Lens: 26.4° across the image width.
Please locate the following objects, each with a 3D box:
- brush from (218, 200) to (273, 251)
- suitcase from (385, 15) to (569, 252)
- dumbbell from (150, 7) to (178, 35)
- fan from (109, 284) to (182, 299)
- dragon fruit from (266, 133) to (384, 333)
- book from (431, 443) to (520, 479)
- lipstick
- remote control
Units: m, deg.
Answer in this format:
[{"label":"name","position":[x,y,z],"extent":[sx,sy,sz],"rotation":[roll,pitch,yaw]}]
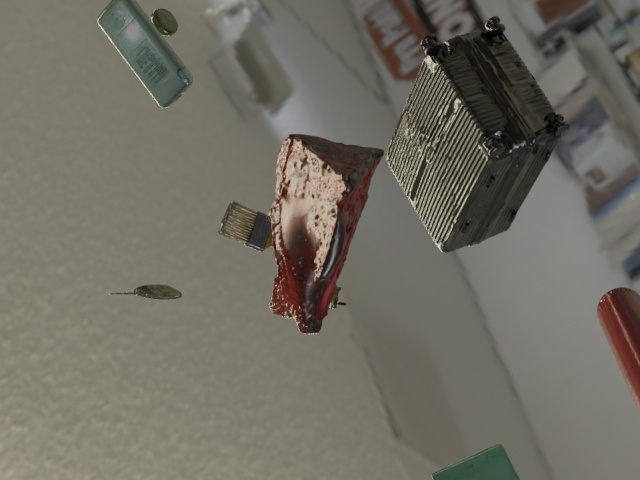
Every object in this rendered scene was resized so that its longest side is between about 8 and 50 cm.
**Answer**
[{"label":"brush","position":[-0.044,0.001,1.598],"extent":[0.170,0.043,0.014],"rotation":[23,176,-31]},{"label":"suitcase","position":[0.233,-0.158,2.170],"extent":[0.229,0.152,0.335],"rotation":[62,156,23]},{"label":"dumbbell","position":[-0.294,-0.348,2.335],"extent":[0.046,0.118,0.052],"rotation":[-24,-96,-51]},{"label":"fan","position":[-0.191,0.061,1.547],"extent":[0.080,0.060,0.003],"rotation":[-13,-69,-53]},{"label":"dragon fruit","position":[0.015,0.000,1.334],"extent":[0.092,0.192,0.122],"rotation":[3,-168,-36]},{"label":"book","position":[0.212,0.327,1.678],"extent":[0.135,0.103,0.017],"rotation":[63,-163,2]},{"label":"lipstick","position":[0.392,0.155,1.612],"extent":[0.073,0.073,0.279],"rotation":[48,-164,-28]},{"label":"remote control","position":[-0.183,-0.199,1.424],"extent":[0.124,0.053,0.018],"rotation":[52,-150,5]}]
